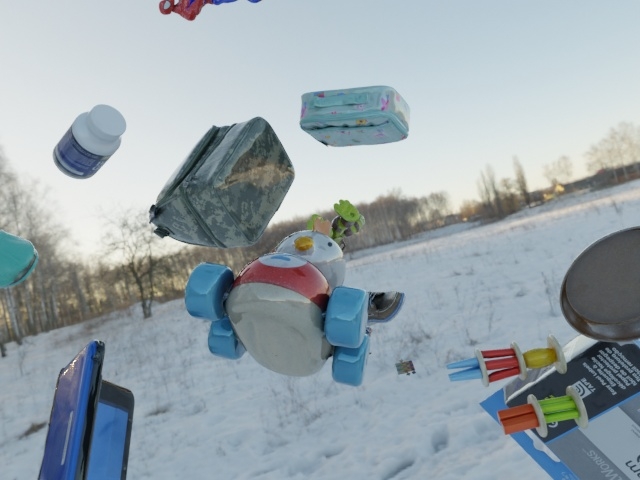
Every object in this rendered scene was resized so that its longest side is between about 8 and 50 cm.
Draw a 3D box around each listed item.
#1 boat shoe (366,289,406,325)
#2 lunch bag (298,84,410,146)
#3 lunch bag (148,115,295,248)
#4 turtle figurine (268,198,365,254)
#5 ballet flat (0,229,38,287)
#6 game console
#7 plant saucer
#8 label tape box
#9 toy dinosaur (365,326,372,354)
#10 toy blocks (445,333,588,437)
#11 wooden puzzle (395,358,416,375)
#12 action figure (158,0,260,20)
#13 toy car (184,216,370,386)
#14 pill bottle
[{"bbox_3d":[0.124,0.150,1.091,0.183,0.066,0.066,-44,17,56],"label":"boat shoe"},{"bbox_3d":[0.085,-0.327,1.282,0.279,0.108,0.224,0,-4,25],"label":"lunch bag"},{"bbox_3d":[-0.246,-0.132,1.162,0.256,0.212,0.305,-5,45,33],"label":"lunch bag"},{"bbox_3d":[0.000,0.000,1.051,0.269,0.087,0.217,-18,-14,-14],"label":"turtle figurine"},{"bbox_3d":[-0.483,0.011,0.677,0.247,0.087,0.083,7,57,44],"label":"ballet flat"},{"bbox_3d":[-0.354,0.349,0.789,0.173,0.293,0.250,20,-42,-36],"label":"game console"},{"bbox_3d":[0.379,0.052,0.595,0.168,0.168,0.029,-15,25,11],"label":"plant saucer"},{"bbox_3d":[0.428,0.294,0.742,0.106,0.240,0.333,-27,-22,-51],"label":"label tape box"},{"bbox_3d":[0.112,0.246,1.213,0.082,0.090,0.047,-9,-30,-49],"label":"toy dinosaur"},{"bbox_3d":[0.251,0.197,0.632,0.148,0.123,0.054,-14,-30,9],"label":"toy blocks"},{"bbox_3d":[0.239,0.359,1.356,0.049,0.006,0.083,-13,18,3],"label":"wooden puzzle"},{"bbox_3d":[-0.232,-0.579,1.061,0.280,0.091,0.139,-23,-32,-8],"label":"action figure"},{"bbox_3d":[-0.028,0.049,0.676,0.219,0.238,0.210,8,-38,13],"label":"toy car"},{"bbox_3d":[-0.462,-0.199,0.967,0.169,0.094,0.094,-28,-11,38],"label":"pill bottle"}]
